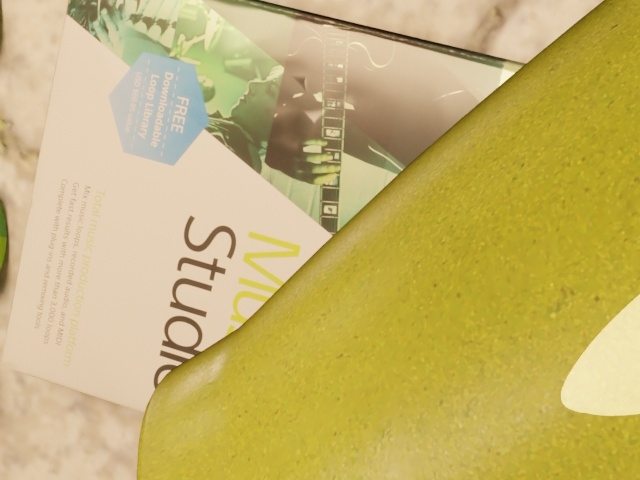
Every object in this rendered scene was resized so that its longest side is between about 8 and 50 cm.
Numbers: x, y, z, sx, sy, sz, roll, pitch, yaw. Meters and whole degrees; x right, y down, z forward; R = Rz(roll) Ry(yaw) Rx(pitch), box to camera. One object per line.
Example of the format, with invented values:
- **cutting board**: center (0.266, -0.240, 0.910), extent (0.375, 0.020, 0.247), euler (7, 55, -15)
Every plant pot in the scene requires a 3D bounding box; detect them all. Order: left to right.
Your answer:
- **plant pot**: center (0.134, 0.078, 0.574), extent (0.353, 0.366, 0.366), euler (-28, 87, 16)

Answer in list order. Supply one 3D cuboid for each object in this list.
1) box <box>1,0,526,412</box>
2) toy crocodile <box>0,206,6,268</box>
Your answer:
- **box**: center (0.000, 0.000, 0.787), extent (0.322, 0.058, 0.232), euler (15, 102, 15)
- **toy crocodile**: center (-0.252, -0.067, 0.838), extent (0.115, 0.105, 0.340), euler (1, 97, 19)
